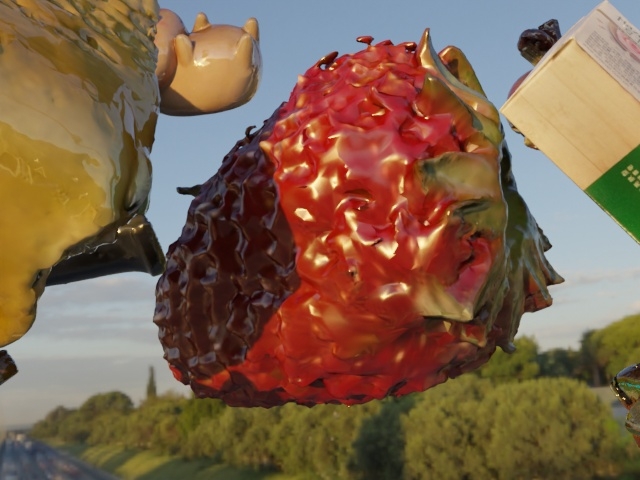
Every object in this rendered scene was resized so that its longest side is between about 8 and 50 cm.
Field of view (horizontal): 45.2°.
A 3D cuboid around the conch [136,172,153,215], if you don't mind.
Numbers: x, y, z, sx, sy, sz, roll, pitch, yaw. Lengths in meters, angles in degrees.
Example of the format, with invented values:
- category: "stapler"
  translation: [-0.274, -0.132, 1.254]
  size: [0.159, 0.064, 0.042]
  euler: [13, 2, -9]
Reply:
- category: "conch"
  translation: [-0.324, -0.090, 1.024]
  size: [0.220, 0.196, 0.277]
  euler: [-8, 4, 30]

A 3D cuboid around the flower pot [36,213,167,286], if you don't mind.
- category: "flower pot"
  translation: [-0.389, -0.075, 0.981]
  size: [0.251, 0.379, 0.379]
  euler: [-30, -7, -12]

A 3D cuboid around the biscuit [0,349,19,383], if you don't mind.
- category: "biscuit"
  translation: [-0.221, 0.097, 0.376]
  size: [0.138, 0.031, 0.205]
  euler: [-35, 5, -8]

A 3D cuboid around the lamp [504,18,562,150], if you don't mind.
- category: "lamp"
  translation: [0.419, -0.272, 1.429]
  size: [0.215, 0.223, 0.151]
  euler: [39, -33, 2]

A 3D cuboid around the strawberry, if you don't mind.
- category: "strawberry"
  translation: [0.000, -0.002, 0.629]
  size: [0.343, 0.292, 0.292]
  euler: [-13, -14, 24]

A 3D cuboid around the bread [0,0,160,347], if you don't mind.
- category: "bread"
  translation: [-0.307, -0.140, 0.396]
  size: [0.250, 0.361, 0.394]
  euler: [-34, -42, 27]

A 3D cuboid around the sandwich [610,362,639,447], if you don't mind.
- category: "sandwich"
  translation: [0.402, 0.231, 0.818]
  size: [0.079, 0.235, 0.159]
  euler: [-29, -28, -23]

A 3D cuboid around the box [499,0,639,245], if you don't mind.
- category: "box"
  translation: [0.244, -0.076, 0.575]
  size: [0.081, 0.199, 0.135]
  euler: [-45, -2, 40]

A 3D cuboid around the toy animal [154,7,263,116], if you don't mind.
- category: "toy animal"
  translation: [-0.208, -0.257, 1.121]
  size: [0.250, 0.154, 0.166]
  euler: [9, 31, 0]
